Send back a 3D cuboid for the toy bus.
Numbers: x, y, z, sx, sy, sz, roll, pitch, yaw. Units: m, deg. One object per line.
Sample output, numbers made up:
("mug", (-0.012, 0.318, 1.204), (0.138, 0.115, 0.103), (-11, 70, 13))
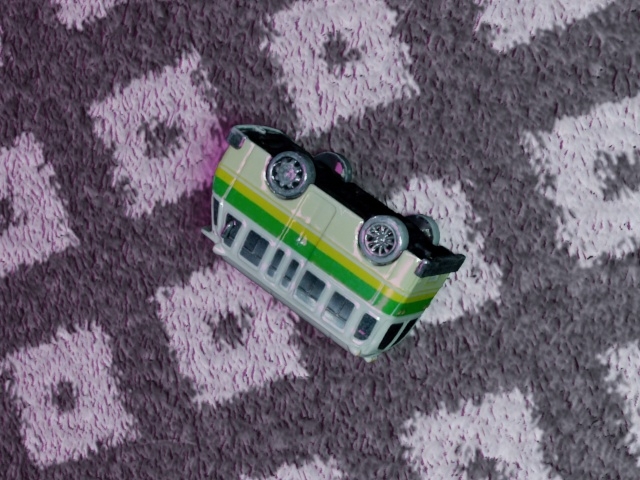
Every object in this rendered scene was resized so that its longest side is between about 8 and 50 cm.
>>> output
("toy bus", (0.000, 0.000, 1.591), (0.276, 0.133, 0.164), (35, 105, 20))
